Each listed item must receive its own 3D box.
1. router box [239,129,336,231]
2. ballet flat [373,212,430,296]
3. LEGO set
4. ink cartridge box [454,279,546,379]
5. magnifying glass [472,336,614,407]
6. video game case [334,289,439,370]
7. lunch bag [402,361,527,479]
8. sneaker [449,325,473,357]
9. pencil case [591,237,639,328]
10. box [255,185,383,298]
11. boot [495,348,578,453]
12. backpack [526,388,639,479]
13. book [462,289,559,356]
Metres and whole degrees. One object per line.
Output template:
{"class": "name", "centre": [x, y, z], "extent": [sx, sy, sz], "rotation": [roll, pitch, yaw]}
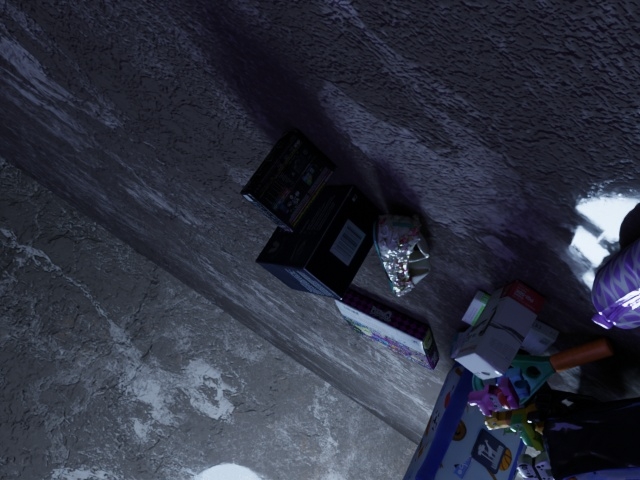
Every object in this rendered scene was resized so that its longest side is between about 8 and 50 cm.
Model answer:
{"class": "router box", "centre": [-0.046, -0.088, 1.023], "extent": [0.092, 0.122, 0.038], "rotation": [41, 165, -25]}
{"class": "ballet flat", "centre": [0.138, 0.031, 1.114], "extent": [0.077, 0.091, 0.241], "rotation": [-4, 157, 12]}
{"class": "LEGO set", "centre": [0.295, 0.283, 1.095], "extent": [0.093, 0.087, 0.227], "rotation": [-16, 119, 30]}
{"class": "ink cartridge box", "centre": [0.273, 0.137, 1.060], "extent": [0.056, 0.135, 0.099], "rotation": [34, 163, 2]}
{"class": "magnifying glass", "centre": [0.346, 0.203, 1.097], "extent": [0.231, 0.026, 0.092], "rotation": [-28, 97, 31]}
{"class": "video game case", "centre": [0.157, 0.208, 1.618], "extent": [0.232, 0.042, 0.210], "rotation": [24, 161, 27]}
{"class": "lunch bag", "centre": [0.336, 0.487, 1.593], "extent": [0.238, 0.328, 0.385], "rotation": [16, 156, 30]}
{"class": "sneaker", "centre": [0.310, 0.202, 1.332], "extent": [0.076, 0.065, 0.166], "rotation": [17, 167, -6]}
{"class": "pencil case", "centre": [0.354, 0.034, 0.719], "extent": [0.086, 0.088, 0.206], "rotation": [31, 164, 11]}
{"class": "box", "centre": [0.000, 0.000, 1.127], "extent": [0.093, 0.156, 0.158], "rotation": [41, 161, -28]}
{"class": "boot", "centre": [0.413, 0.285, 1.257], "extent": [0.091, 0.263, 0.229], "rotation": [-32, 88, 31]}
{"class": "backpack", "centre": [0.483, 0.328, 1.051], "extent": [0.276, 0.213, 0.263], "rotation": [-10, 161, 24]}
{"class": "book", "centre": [0.319, 0.141, 1.172], "extent": [0.144, 0.035, 0.096], "rotation": [28, 159, 12]}
